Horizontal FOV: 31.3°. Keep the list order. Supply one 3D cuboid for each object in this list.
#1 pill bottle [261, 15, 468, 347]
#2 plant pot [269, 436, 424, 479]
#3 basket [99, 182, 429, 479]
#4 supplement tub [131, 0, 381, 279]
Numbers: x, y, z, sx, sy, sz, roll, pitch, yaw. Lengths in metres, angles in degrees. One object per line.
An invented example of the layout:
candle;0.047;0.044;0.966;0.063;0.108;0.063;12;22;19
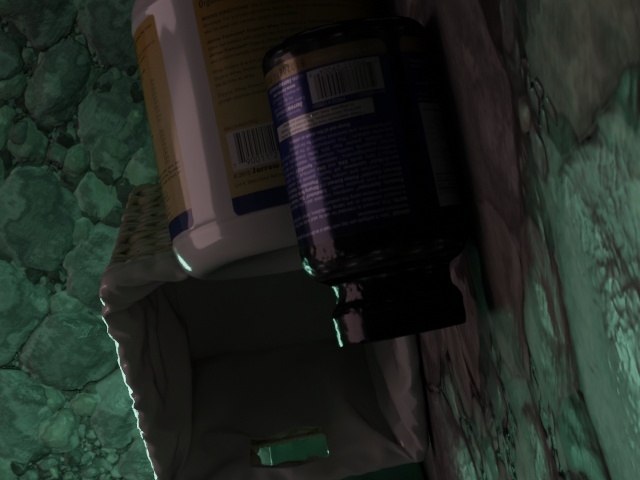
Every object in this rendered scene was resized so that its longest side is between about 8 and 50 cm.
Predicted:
pill bottle;0.037;-0.039;0.819;0.123;0.123;0.219;109;150;-85
plant pot;0.051;0.381;1.548;0.293;0.196;0.293;169;90;-87
basket;-0.063;0.091;1.370;0.266;0.328;0.331;-101;1;-60
supplement tub;-0.046;-0.138;1.042;0.228;0.228;0.316;97;162;-82
